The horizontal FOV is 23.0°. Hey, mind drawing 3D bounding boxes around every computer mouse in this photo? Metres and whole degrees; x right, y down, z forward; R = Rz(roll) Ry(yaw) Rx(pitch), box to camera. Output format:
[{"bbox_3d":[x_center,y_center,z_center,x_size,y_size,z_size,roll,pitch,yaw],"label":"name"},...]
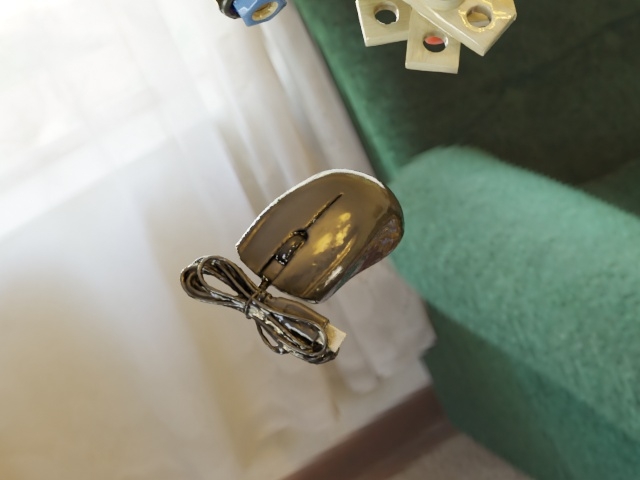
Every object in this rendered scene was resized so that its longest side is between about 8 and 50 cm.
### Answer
[{"bbox_3d":[0.000,0.000,1.655,0.188,0.072,0.272,29,45,19],"label":"computer mouse"}]

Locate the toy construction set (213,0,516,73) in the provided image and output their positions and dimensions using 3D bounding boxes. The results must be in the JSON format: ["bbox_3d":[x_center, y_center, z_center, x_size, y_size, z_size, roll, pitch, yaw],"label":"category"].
[{"bbox_3d":[0.024,-0.226,0.926,0.215,0.327,0.151,-27,58,-10],"label":"toy construction set"}]
